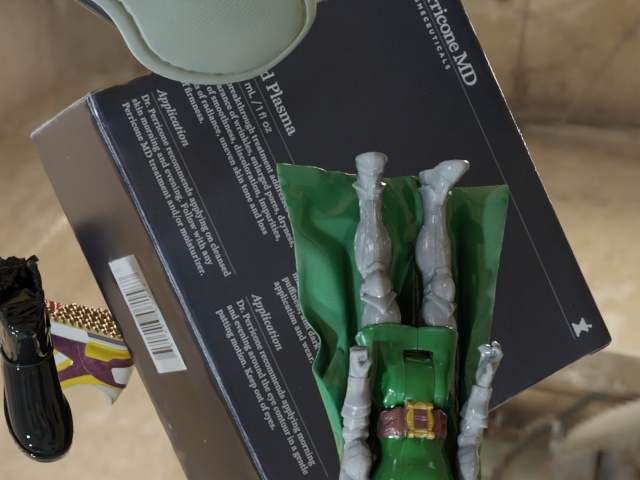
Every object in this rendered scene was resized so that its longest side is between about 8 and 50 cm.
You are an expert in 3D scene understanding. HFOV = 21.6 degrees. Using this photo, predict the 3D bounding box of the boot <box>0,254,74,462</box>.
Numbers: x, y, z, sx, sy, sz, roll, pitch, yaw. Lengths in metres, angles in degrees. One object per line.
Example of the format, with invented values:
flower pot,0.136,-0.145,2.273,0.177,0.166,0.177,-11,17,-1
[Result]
boot,-0.194,0.076,1.117,0.099,0.045,0.121,102,155,-57

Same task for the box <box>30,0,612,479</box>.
box,0.000,0.000,1.303,0.343,0.313,0.179,66,156,-4

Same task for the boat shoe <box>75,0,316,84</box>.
boat shoe,-0.111,-0.176,0.931,0.114,0.091,0.302,-43,-32,11

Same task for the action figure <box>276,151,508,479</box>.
action figure,0.047,0.071,0.886,0.063,0.137,0.232,134,137,-69

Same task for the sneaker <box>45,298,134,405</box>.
sneaker,-0.253,0.091,1.458,0.069,0.186,0.083,-90,18,-72
